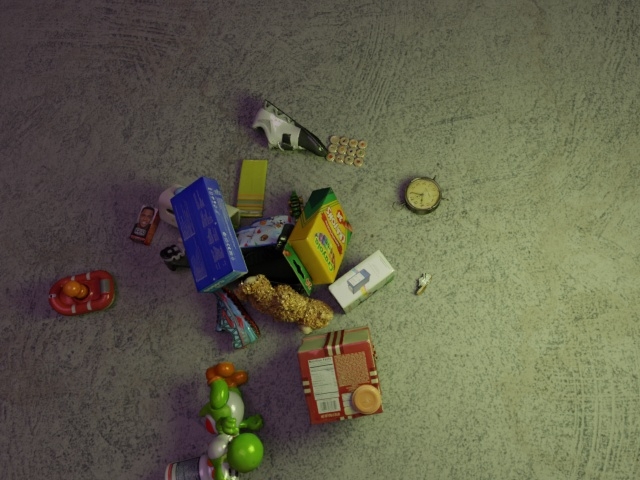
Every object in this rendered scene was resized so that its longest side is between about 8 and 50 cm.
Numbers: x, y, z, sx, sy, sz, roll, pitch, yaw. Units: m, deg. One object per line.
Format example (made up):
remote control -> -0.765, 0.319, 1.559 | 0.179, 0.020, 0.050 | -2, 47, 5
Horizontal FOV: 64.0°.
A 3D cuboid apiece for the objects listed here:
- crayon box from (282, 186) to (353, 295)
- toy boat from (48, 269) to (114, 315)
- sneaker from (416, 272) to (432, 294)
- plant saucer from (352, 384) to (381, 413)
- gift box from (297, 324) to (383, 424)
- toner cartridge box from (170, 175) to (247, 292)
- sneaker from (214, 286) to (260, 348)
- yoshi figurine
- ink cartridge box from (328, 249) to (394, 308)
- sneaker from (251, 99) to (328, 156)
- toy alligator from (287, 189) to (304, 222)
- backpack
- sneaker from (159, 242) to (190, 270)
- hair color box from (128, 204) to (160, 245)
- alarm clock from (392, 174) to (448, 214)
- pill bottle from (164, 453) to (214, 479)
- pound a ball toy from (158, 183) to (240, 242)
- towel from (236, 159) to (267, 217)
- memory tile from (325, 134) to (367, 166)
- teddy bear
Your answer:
crayon box -> 0.000, 0.000, 1.691 | 0.081, 0.202, 0.319 | -8, 39, 30
toy boat -> -0.877, 0.184, 1.856 | 0.231, 0.151, 0.151 | -13, 71, 4
sneaker -> 0.347, 0.149, 1.757 | 0.037, 0.032, 0.083 | 29, 73, 30
plant saucer -> 0.131, 0.452, 1.456 | 0.083, 0.013, 0.084 | 0, 91, 4
gift box -> 0.058, 0.427, 1.596 | 0.255, 0.258, 0.277 | -6, 91, 4
toner cartridge box -> -0.370, -0.019, 1.679 | 0.165, 0.075, 0.348 | -30, 71, 26
sneaker -> -0.328, 0.261, 1.779 | 0.125, 0.104, 0.262 | -38, 71, -3
yoshi figurine -> -0.258, 0.569, 1.598 | 0.203, 0.203, 0.362 | 6, 54, -23
ink cartridge box -> 0.138, 0.144, 1.719 | 0.212, 0.154, 0.093 | -34, 73, -4
sneaker -> -0.121, -0.389, 1.960 | 0.330, 0.122, 0.146 | 38, 99, 16
toy alligator -> -0.087, -0.105, 1.885 | 0.056, 0.051, 0.190 | -11, 71, 5
backpack -> -0.183, 0.045, 1.751 | 0.263, 0.277, 0.213 | -8, 42, 13
sneaker -> -0.468, 0.043, 1.884 | 0.234, 0.106, 0.078 | -24, 47, -25
hair color box -> -0.667, -0.058, 1.960 | 0.072, 0.043, 0.141 | 14, 74, 13
alarm clock -> 0.347, -0.151, 1.831 | 0.192, 0.064, 0.129 | -20, 71, -1
pill bottle -> -0.391, 0.743, 1.631 | 0.180, 0.108, 0.108 | -15, 71, 4
pound a ball toy -> -0.437, -0.080, 1.835 | 0.319, 0.136, 0.208 | 23, 38, 15
towel -> -0.261, -0.199, 1.960 | 0.102, 0.021, 0.237 | 3, 72, 3
memory tile -> 0.100, -0.342, 1.954 | 0.148, 0.012, 0.113 | 12, 74, 12
teddy bear -> -0.127, 0.218, 1.679 | 0.338, 0.245, 0.113 | 33, 56, -26
